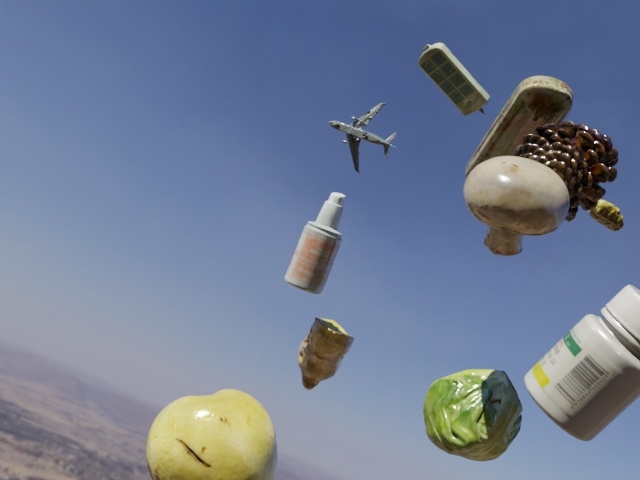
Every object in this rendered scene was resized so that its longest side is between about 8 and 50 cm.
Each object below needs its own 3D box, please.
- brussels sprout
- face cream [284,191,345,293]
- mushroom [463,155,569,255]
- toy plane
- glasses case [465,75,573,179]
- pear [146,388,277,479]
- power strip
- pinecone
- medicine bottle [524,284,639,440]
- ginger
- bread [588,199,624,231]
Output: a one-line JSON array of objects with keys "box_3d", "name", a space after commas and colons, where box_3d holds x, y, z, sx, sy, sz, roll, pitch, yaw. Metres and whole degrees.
[{"box_3d": [0.331, 0.376, 1.423, 0.223, 0.223, 0.161, 10, -42, 35], "name": "brussels sprout"}, {"box_3d": [0.000, 0.000, 1.593, 0.101, 0.251, 0.101, 21, 4, -2], "name": "face cream"}, {"box_3d": [0.373, -0.061, 1.270, 0.204, 0.204, 0.204, 20, -18, 7], "name": "mushroom"}, {"box_3d": [0.123, -0.323, 1.973, 0.226, 0.225, 0.058, 23, 10, 10], "name": "toy plane"}, {"box_3d": [0.557, -0.289, 1.855, 0.157, 0.098, 0.425, 19, -39, -4], "name": "glasses case"}, {"box_3d": [-0.244, 0.491, 1.485, 0.309, 0.309, 0.309, 20, -18, 7], "name": "pear"}, {"box_3d": [0.330, -0.388, 1.591, 0.227, 0.029, 0.080, 43, -41, -14], "name": "power strip"}, {"box_3d": [0.620, -0.179, 1.603, 0.246, 0.292, 0.246, 28, -52, 44], "name": "pinecone"}, {"box_3d": [0.666, 0.282, 1.515, 0.208, 0.339, 0.208, 34, 18, -13], "name": "medicine bottle"}, {"box_3d": [0.006, 0.292, 1.739, 0.126, 0.189, 0.354, 25, -29, 4], "name": "ginger"}, {"box_3d": [0.850, -0.078, 1.926, 0.110, 0.060, 0.066, 32, -48, -3], "name": "bread"}]
